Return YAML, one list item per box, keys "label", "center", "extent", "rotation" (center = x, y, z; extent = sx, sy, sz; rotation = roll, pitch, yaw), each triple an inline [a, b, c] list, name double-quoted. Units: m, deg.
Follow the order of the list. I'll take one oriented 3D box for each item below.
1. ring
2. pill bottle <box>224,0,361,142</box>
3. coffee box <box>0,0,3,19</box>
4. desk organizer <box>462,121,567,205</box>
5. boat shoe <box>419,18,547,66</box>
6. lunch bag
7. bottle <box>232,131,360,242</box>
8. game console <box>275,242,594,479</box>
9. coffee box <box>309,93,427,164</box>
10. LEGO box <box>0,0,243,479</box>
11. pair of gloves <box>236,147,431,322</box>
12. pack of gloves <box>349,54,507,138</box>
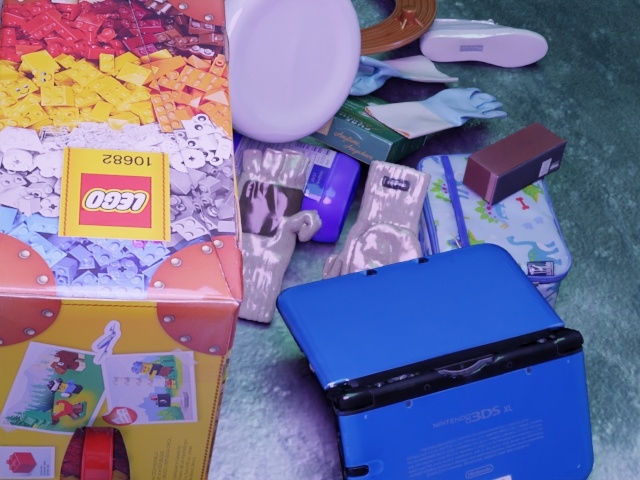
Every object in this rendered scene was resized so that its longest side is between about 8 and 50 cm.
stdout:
- label: "ring"
  center: [-0.002, -0.348, 1.876]
  extent: [0.336, 0.032, 0.337]
  rotation: [2, 35, -2]
- label: "pill bottle"
  center: [-0.135, -0.258, 1.631]
  extent: [0.210, 0.210, 0.363]
  rotation: [-25, 31, -29]
- label: "coffee box"
  center: [-0.349, -0.223, 1.567]
  extent: [0.118, 0.168, 0.297]
  rotation: [11, 82, -2]
- label: "desk organizer"
  center: [0.238, -0.096, 1.628]
  extent: [0.130, 0.047, 0.050]
  rotation: [-27, 52, -34]
- label: "boat shoe"
  center: [0.232, -0.290, 1.909]
  extent: [0.184, 0.066, 0.063]
  rotation: [-3, 50, -1]
- label: "lunch bag"
  center: [0.201, -0.010, 1.635]
  extent: [0.176, 0.090, 0.219]
  rotation: [1, 48, -7]
- label: "bottle"
  center: [-0.097, -0.086, 1.636]
  extent: [0.282, 0.092, 0.118]
  rotation: [16, 44, 3]
- label: "game console"
  center: [0.124, 0.159, 1.451]
  extent: [0.293, 0.250, 0.173]
  rotation: [-12, 13, -20]
- label: "coffee box"
  center: [0.064, -0.144, 1.702]
  extent: [0.113, 0.040, 0.184]
  rotation: [26, 20, 12]
- label: "LEGO box"
  center: [-0.200, 0.066, 1.210]
  extent: [0.193, 0.500, 0.373]
  rotation: [3, 48, -10]
- label: "pair of gloves"
  center: [0.000, 0.000, 1.552]
  extent: [0.240, 0.042, 0.204]
  rotation: [6, 88, 0]
- label: "pack of gloves"
  center: [0.128, -0.209, 1.755]
  extent: [0.232, 0.046, 0.195]
  rotation: [-15, 39, -44]
